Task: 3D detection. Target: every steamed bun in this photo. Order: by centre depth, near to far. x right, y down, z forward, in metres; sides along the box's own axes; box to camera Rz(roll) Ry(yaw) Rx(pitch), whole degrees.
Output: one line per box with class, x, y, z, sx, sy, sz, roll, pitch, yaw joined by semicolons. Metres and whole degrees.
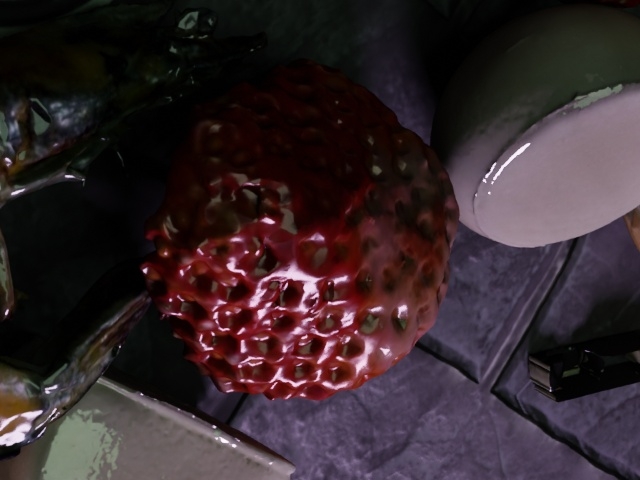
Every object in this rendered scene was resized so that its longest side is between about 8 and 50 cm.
steamed bun;-0.153;0.194;1.195;0.242;0.146;0.164;32;82;-35
steamed bun;0.195;-0.109;1.308;0.232;0.145;0.232;-17;148;-11

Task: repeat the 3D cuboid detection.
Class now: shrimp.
shrimp;-0.180;-0.020;1.060;0.445;0.085;0.272;-38;118;-35

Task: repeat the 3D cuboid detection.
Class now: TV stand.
TV stand;0.313;0.116;1.539;0.249;0.036;0.042;-9;109;-31

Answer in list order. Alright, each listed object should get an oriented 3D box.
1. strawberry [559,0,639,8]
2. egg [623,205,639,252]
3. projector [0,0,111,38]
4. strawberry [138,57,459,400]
strawberry;0.243;-0.289;1.303;0.234;0.234;0.178;20;124;-36
egg;0.385;-0.038;1.436;0.201;0.201;0.244;-42;133;-14
projector;-0.212;-0.260;1.037;0.259;0.079;0.257;-50;130;-4
strawberry;0.000;0.000;1.155;0.336;0.149;0.265;20;87;-67
